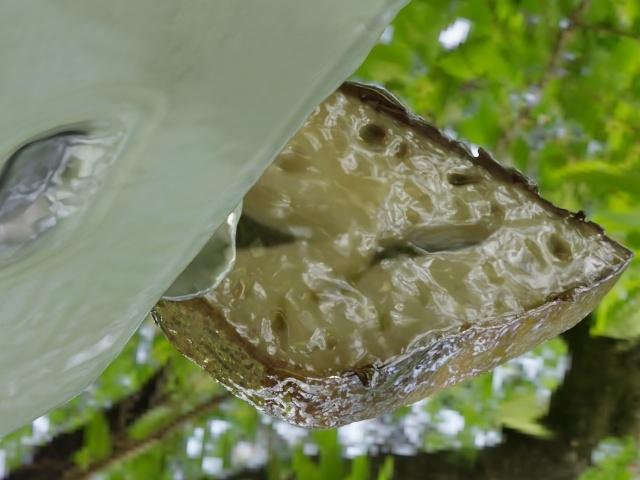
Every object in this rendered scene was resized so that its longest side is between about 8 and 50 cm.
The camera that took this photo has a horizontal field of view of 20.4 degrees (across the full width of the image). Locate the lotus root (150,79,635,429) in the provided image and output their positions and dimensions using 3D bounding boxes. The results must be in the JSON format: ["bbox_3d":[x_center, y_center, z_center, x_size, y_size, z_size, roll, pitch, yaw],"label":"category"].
[{"bbox_3d":[0.000,0.000,0.829,0.170,0.260,0.074,-55,177,-35],"label":"lotus root"}]

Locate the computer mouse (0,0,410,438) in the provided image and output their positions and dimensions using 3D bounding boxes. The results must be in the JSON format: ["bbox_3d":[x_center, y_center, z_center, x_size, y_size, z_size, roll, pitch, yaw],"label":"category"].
[{"bbox_3d":[-0.096,-0.071,0.444,0.145,0.228,0.429,60,-40,19],"label":"computer mouse"}]
